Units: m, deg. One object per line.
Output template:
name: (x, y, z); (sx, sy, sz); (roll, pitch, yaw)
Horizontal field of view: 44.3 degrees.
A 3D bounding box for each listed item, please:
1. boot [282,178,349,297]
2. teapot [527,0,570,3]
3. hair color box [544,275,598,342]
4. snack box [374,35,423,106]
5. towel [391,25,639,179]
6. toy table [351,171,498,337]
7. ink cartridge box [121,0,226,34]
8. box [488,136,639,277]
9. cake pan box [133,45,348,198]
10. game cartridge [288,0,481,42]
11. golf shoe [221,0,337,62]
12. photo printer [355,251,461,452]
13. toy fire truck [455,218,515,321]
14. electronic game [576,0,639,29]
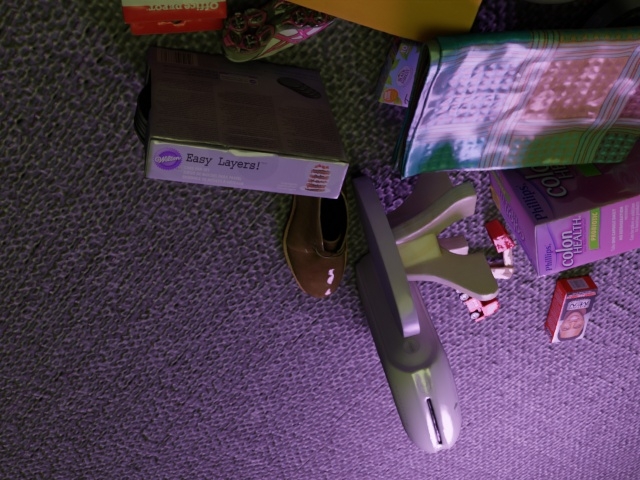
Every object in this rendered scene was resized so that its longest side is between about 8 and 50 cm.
boot: (0.000, 0.000, 1.306); (0.112, 0.115, 0.305); (-8, 131, -9)
teapot: (0.314, -0.405, 1.000); (0.256, 0.187, 0.252); (-34, 128, 16)
hair color box: (0.504, 0.140, 1.587); (0.072, 0.043, 0.141); (-7, 131, -9)
snack box: (0.165, -0.248, 1.190); (0.141, 0.037, 0.100); (7, 126, -19)
towel: (0.299, -0.184, 1.086); (0.370, 0.040, 0.271); (-4, 148, -8)
toy table: (0.163, 0.003, 1.252); (0.161, 0.274, 0.252); (-18, 166, -2)
ink cartridge box: (-0.189, -0.355, 0.990); (0.134, 0.078, 0.231); (-6, 130, -9)
box: (0.424, -0.082, 1.274); (0.243, 0.213, 0.117); (-17, 131, 2)
cake pan box: (-0.112, -0.164, 1.057); (0.267, 0.246, 0.070); (5, 127, -18)
game cartridge: (0.054, -0.381, 0.917); (0.324, 0.052, 0.285); (18, 145, 2)
golf shoe: (-0.053, -0.301, 1.086); (0.186, 0.086, 0.067); (-24, 89, -11)
photo printer: (0.157, 0.200, 1.381); (0.107, 0.307, 0.256); (-18, 131, 1)
toy fire truck: (0.312, 0.061, 1.474); (0.135, 0.047, 0.192); (-28, 130, 8)
electronic game: (0.498, -0.297, 1.207); (0.229, 0.048, 0.229); (0, 139, 0)
